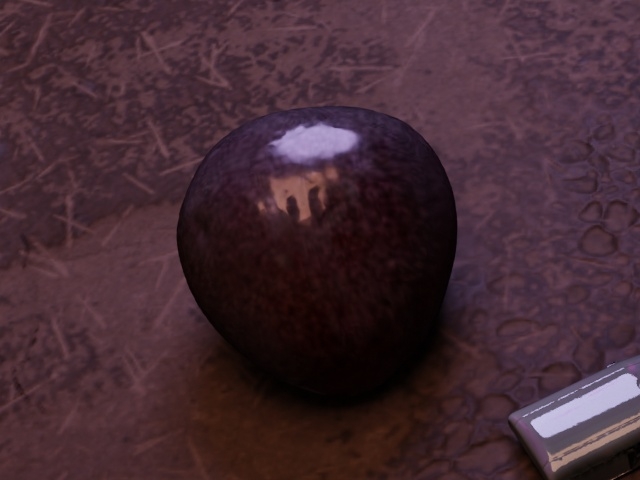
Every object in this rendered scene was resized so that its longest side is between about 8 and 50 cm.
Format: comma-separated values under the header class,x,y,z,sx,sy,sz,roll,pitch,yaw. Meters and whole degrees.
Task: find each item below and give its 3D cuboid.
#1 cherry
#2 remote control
class,x,y,z,sx,sy,sz,roll,pitch,yaw
cherry,-0.003,0.002,1.146,0.176,0.140,0.176,0,56,-1
remote control,0.192,0.088,1.087,0.166,0.029,0.065,-25,46,-8
